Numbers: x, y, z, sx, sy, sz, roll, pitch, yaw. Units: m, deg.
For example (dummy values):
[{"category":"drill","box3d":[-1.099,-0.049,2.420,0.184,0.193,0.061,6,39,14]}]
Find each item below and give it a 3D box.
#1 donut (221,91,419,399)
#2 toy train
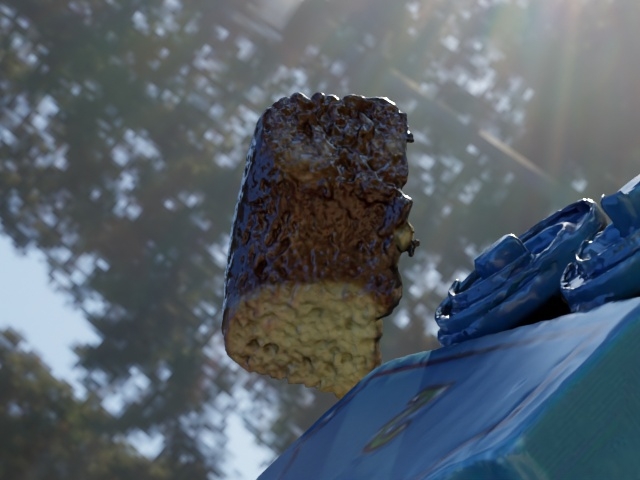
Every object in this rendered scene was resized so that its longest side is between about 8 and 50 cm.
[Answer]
[{"category":"donut","box3d":[-0.004,0.006,1.197,0.126,0.144,0.186,8,-56,-19]},{"category":"toy train","box3d":[0.112,0.105,0.783,0.265,0.188,0.300,-42,6,-22]}]
